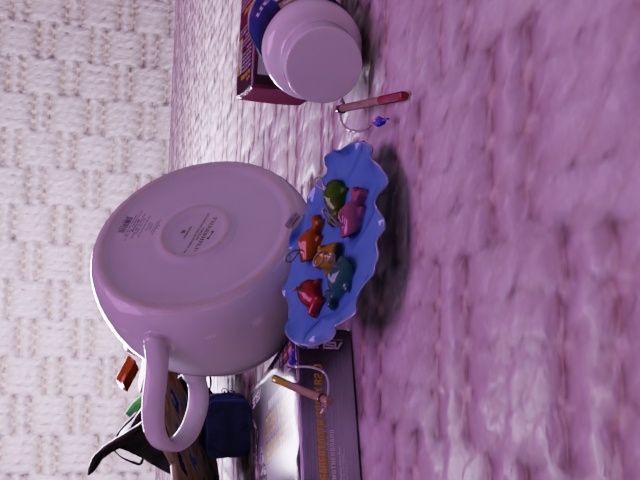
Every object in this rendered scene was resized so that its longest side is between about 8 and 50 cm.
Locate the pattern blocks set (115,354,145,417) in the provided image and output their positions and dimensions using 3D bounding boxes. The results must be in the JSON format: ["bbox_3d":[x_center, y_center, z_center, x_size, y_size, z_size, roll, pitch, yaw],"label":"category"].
[{"bbox_3d":[-0.276,0.172,1.622,0.285,0.026,0.324,-34,-31,-63],"label":"pattern blocks set"}]

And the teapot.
[{"bbox_3d":[-0.108,0.056,0.948,0.252,0.256,0.187,52,163,43],"label":"teapot"}]

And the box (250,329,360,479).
[{"bbox_3d":[-0.021,0.208,0.881,0.231,0.056,0.183,120,150,-62],"label":"box"}]

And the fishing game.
[{"bbox_3d":[0.000,0.000,0.757,0.189,0.041,0.264,-169,94,-69],"label":"fishing game"}]

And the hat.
[{"bbox_3d":[-0.240,0.309,1.488,0.331,0.134,0.331,-44,1,1],"label":"hat"}]

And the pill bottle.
[{"bbox_3d":[-0.013,-0.189,0.853,0.169,0.094,0.094,-114,30,-61],"label":"pill bottle"}]

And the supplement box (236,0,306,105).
[{"bbox_3d":[-0.044,-0.254,1.016,0.104,0.081,0.188,-176,89,-76],"label":"supplement box"}]

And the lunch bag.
[{"bbox_3d":[-0.139,0.265,1.315,0.065,0.067,0.098,175,97,-76],"label":"lunch bag"}]

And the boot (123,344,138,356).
[{"bbox_3d":[-0.201,0.055,1.401,0.283,0.109,0.220,-30,-41,-64],"label":"boot"}]

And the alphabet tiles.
[{"bbox_3d":[-0.170,0.320,1.240,0.285,0.011,0.342,-112,3,-56],"label":"alphabet tiles"}]
